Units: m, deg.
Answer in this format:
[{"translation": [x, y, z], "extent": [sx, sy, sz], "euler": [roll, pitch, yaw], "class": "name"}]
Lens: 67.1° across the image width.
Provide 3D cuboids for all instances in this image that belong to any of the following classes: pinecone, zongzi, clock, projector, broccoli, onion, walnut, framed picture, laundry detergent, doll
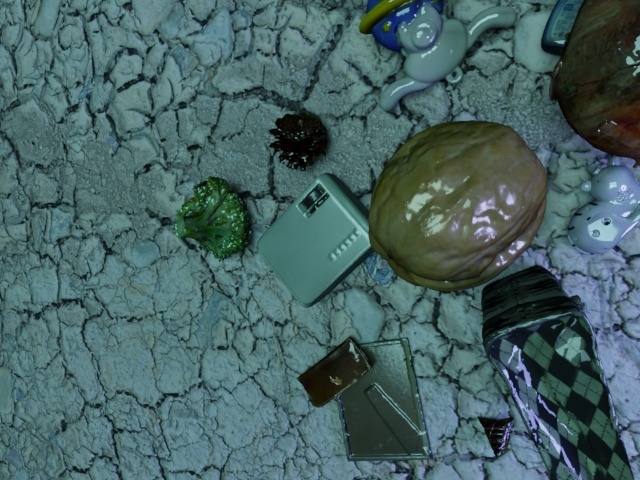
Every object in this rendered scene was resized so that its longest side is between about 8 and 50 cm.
[{"translation": [-0.052, -0.226, 1.112], "extent": [0.140, 0.140, 0.120], "euler": [13, 130, 20], "class": "pinecone"}, {"translation": [0.380, 0.399, 1.015], "extent": [0.073, 0.067, 0.083], "euler": [-35, 63, 26], "class": "zongzi"}, {"translation": [0.534, -0.061, 0.915], "extent": [0.117, 0.080, 0.176], "euler": [42, 105, 13], "class": "clock"}, {"translation": [0.000, 0.000, 1.112], "extent": [0.250, 0.108, 0.198], "euler": [-45, 78, 19], "class": "projector"}, {"translation": [-0.273, -0.045, 1.170], "extent": [0.194, 0.194, 0.219], "euler": [8, 101, 21], "class": "broccoli"}, {"translation": [0.564, -0.291, 0.783], "extent": [0.354, 0.354, 0.353], "euler": [1, 93, 21], "class": "onion"}, {"translation": [0.254, -0.073, 0.906], "extent": [0.344, 0.306, 0.306], "euler": [-35, 80, -5], "class": "walnut"}, {"translation": [0.133, 0.375, 1.126], "extent": [0.209, 0.019, 0.281], "euler": [-10, 89, 21], "class": "framed picture"}, {"translation": [0.499, -0.460, 0.917], "extent": [0.097, 0.061, 0.206], "euler": [21, 100, 21], "class": "laundry detergent"}, {"translation": [0.225, -0.440, 0.973], "extent": [0.311, 0.159, 0.242], "euler": [-18, 85, 18], "class": "doll"}]

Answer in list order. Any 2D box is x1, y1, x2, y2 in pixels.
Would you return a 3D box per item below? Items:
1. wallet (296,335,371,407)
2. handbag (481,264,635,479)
[{"translation": [0.032, 0.313, 1.137], "extent": [0.176, 0.026, 0.095], "euler": [-42, 71, 15], "class": "wallet"}, {"translation": [0.388, 0.228, 0.807], "extent": [0.180, 0.416, 0.316], "euler": [-24, 86, 19], "class": "handbag"}]
